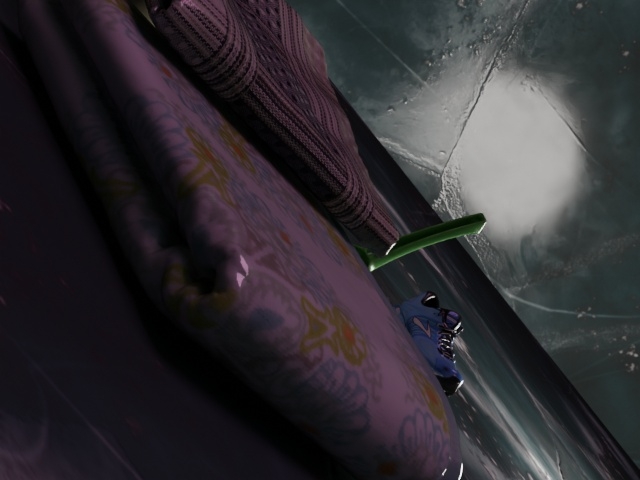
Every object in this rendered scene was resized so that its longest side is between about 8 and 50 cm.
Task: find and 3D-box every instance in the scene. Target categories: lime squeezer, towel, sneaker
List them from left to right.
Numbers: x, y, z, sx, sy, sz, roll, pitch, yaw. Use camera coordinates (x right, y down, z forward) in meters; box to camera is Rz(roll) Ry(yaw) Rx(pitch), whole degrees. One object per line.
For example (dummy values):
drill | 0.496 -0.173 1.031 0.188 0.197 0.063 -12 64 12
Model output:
towel | -0.059 -0.002 1.256 0.320 0.090 0.374 41 13 -47
towel | -0.054 -0.172 1.431 0.312 0.056 0.324 46 15 -38
lime squeezer | 0.000 0.000 1.593 0.310 0.110 0.058 12 48 -30
sneaker | 0.122 0.104 1.924 0.063 0.073 0.162 48 8 -35

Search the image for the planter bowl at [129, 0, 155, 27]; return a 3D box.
planter bowl | -0.180 -0.239 1.524 0.162 0.109 0.162 52 11 -15
